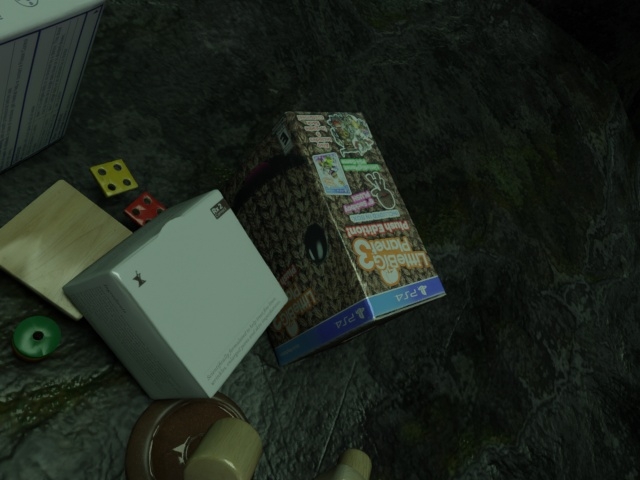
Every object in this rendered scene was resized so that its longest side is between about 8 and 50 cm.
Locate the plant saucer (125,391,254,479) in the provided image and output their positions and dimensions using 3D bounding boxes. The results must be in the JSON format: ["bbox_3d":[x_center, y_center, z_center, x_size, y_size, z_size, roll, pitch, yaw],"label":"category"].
[{"bbox_3d":[-0.148,0.260,0.636,0.168,0.029,0.168,19,55,-29],"label":"plant saucer"}]

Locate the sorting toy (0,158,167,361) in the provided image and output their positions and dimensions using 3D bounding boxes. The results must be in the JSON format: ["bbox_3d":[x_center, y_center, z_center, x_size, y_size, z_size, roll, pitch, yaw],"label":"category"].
[{"bbox_3d":[-0.308,0.009,0.647,0.132,0.046,0.274,40,48,-12],"label":"sorting toy"}]

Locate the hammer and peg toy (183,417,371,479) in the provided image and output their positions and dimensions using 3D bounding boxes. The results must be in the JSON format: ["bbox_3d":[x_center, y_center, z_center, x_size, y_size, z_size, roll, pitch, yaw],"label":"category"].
[{"bbox_3d":[-0.020,0.338,0.548,0.361,0.266,0.127,46,25,-5],"label":"hammer and peg toy"}]

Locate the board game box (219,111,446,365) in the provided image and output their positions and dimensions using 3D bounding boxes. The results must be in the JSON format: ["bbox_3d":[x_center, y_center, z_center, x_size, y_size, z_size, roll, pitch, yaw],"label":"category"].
[{"bbox_3d":[0.000,0.000,0.759,0.141,0.232,0.291,-11,71,-40],"label":"board game box"}]

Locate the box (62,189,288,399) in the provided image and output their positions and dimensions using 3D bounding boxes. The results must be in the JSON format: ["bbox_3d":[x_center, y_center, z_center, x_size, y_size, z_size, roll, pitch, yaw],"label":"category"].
[{"bbox_3d":[-0.165,0.065,0.637,0.182,0.119,0.181,59,42,-18],"label":"box"}]

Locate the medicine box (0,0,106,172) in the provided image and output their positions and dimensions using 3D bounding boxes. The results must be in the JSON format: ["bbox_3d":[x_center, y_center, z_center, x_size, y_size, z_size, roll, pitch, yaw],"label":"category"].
[{"bbox_3d":[-0.399,-0.168,0.532,0.149,0.263,0.289,45,46,-6],"label":"medicine box"}]
